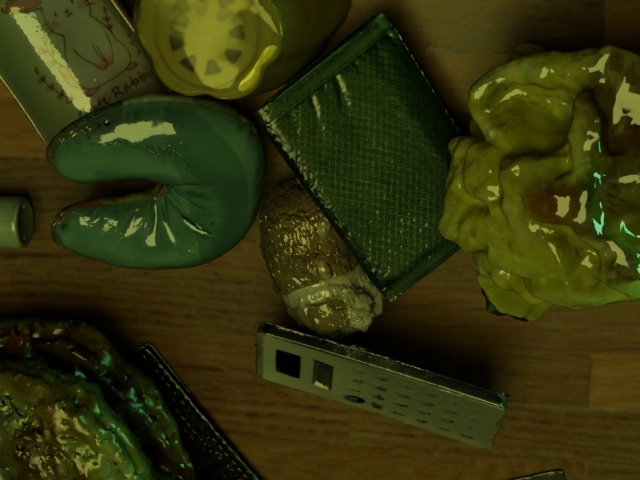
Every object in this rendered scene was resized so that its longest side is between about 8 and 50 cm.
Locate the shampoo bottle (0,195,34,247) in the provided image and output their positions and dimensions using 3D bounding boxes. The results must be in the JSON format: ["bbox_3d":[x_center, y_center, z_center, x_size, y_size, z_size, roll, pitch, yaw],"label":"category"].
[{"bbox_3d":[-0.400,-0.022,1.765,0.195,0.056,0.056,2,112,11],"label":"shampoo bottle"}]

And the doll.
[{"bbox_3d":[-0.005,0.000,1.665,0.115,0.105,0.221,8,124,36],"label":"doll"}]

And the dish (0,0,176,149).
[{"bbox_3d":[-0.243,-0.190,1.655,0.151,0.077,0.212,-30,104,22],"label":"dish"}]

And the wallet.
[{"bbox_3d":[0.059,-0.079,1.608,0.160,0.055,0.236,-40,109,-13],"label":"wallet"}]

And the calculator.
[{"bbox_3d":[0.055,0.146,1.706,0.262,0.161,0.021,16,69,5],"label":"calculator"}]

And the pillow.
[{"bbox_3d":[-0.159,-0.055,1.644,0.214,0.086,0.233,-5,145,-7],"label":"pillow"}]

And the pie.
[{"bbox_3d":[-0.331,0.280,1.810,0.418,0.180,0.395,-26,108,27],"label":"pie"}]

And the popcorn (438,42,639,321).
[{"bbox_3d":[0.238,-0.059,1.519,0.293,0.237,0.293,-1,103,-5],"label":"popcorn"}]

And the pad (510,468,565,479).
[{"bbox_3d":[0.210,0.397,1.840,0.202,0.005,0.299,-16,108,16],"label":"pad"}]

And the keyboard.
[{"bbox_3d":[-0.141,0.216,1.828,0.072,0.023,0.231,-34,102,24],"label":"keyboard"}]

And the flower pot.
[{"bbox_3d":[-0.084,-0.215,1.558,0.195,0.179,0.195,5,113,11],"label":"flower pot"}]
